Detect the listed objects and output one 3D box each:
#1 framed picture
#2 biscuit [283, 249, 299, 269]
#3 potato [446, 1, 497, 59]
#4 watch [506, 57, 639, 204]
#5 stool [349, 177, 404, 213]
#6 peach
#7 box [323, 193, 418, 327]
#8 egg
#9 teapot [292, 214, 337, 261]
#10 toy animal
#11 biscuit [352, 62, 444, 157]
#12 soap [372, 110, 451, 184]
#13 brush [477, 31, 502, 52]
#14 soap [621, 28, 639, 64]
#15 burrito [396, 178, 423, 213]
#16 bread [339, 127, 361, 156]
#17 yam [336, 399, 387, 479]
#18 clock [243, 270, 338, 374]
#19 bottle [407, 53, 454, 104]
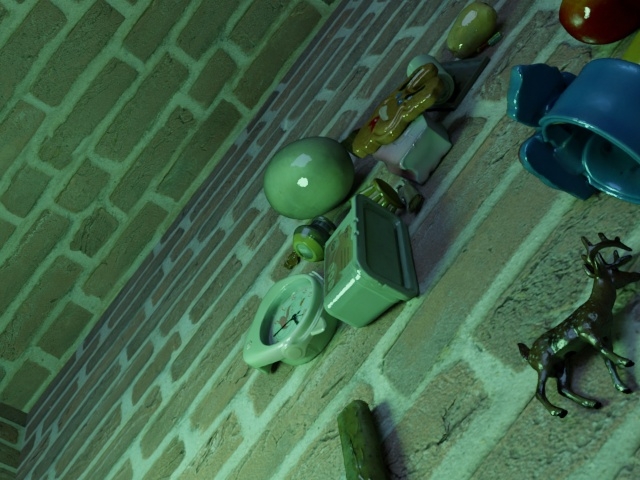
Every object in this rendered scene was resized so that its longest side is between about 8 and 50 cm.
[{"bbox_3d":[0.385,-0.476,1.900,0.192,0.018,0.265,-56,25,-5],"label":"framed picture"},{"bbox_3d":[-0.086,0.054,2.019,0.082,0.016,0.092,-13,47,55],"label":"biscuit"},{"bbox_3d":[0.457,-0.636,1.878,0.178,0.118,0.109,-53,-13,27],"label":"potato"},{"bbox_3d":[0.479,-0.210,1.052,0.241,0.305,0.274,-53,17,1],"label":"watch"},{"bbox_3d":[0.154,-0.096,1.691,0.110,0.135,0.134,-45,-19,23],"label":"stool"},{"bbox_3d":[0.622,-0.521,1.358,0.197,0.197,0.197,-40,28,26],"label":"peach"},{"bbox_3d":[0.105,0.060,1.521,0.182,0.175,0.312,-49,23,31],"label":"box"},{"bbox_3d":[-0.041,-0.199,1.990,0.352,0.258,0.258,-17,43,54],"label":"egg"},{"bbox_3d":[0.000,0.000,1.841,0.166,0.130,0.119,18,52,31],"label":"teapot"},{"bbox_3d":[0.412,0.128,0.982,0.243,0.087,0.260,-38,31,25],"label":"toy animal"},{"bbox_3d":[0.209,-0.365,1.758,0.334,0.047,0.202,-41,28,30],"label":"biscuit"},{"bbox_3d":[0.245,-0.290,1.790,0.193,0.109,0.324,-52,24,1],"label":"soap"},{"bbox_3d":[0.501,-0.584,1.835,0.083,0.019,0.021,-34,40,32],"label":"brush"},{"bbox_3d":[0.684,-0.416,1.285,0.168,0.033,0.089,-58,28,-13],"label":"soap"},{"bbox_3d":[0.238,-0.121,1.657,0.055,0.041,0.149,-39,26,12],"label":"burrito"},{"bbox_3d":[0.119,-0.364,2.131,0.074,0.084,0.139,-39,27,29],"label":"bread"},{"bbox_3d":[0.087,0.449,1.139,0.083,0.083,0.371,-44,27,19],"label":"yam"},{"bbox_3d":[-0.061,0.217,1.656,0.324,0.108,0.265,-21,38,47],"label":"clock"},{"bbox_3d":[0.327,-0.501,1.888,0.104,0.104,0.245,-44,28,19],"label":"bottle"}]
